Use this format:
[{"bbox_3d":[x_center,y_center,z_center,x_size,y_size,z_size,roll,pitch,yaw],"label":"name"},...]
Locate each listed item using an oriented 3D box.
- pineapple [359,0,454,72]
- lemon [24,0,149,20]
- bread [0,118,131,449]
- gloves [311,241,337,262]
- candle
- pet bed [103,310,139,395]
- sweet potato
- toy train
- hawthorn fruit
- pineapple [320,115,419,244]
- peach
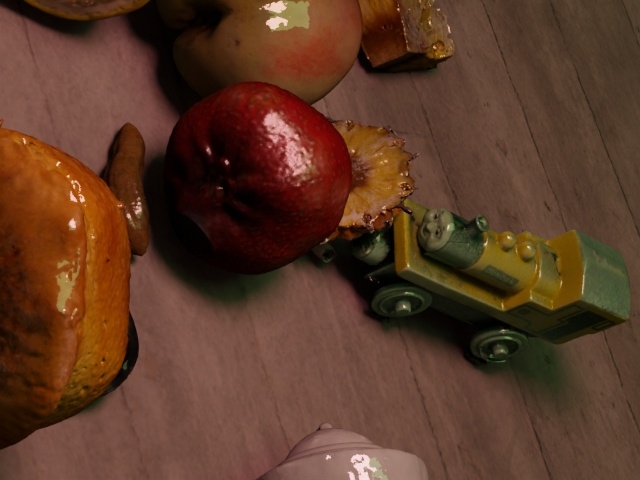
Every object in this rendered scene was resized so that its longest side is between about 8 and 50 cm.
[{"bbox_3d":[0.116,-0.334,2.200,0.236,0.114,0.186,45,41,-22],"label":"pineapple"},{"bbox_3d":[-0.278,-0.397,1.711,0.240,0.240,0.219,25,48,-36],"label":"lemon"},{"bbox_3d":[-0.314,0.046,1.364,0.172,0.312,0.312,5,62,-61],"label":"bread"},{"bbox_3d":[-0.002,0.000,1.916,0.044,0.037,0.081,68,0,-55],"label":"gloves"},{"bbox_3d":[0.030,0.347,1.595,0.221,0.221,0.342,14,55,-42],"label":"candle"},{"bbox_3d":[-0.283,0.082,1.553,0.201,0.053,0.201,27,49,-36],"label":"pet bed"},{"bbox_3d":[-0.229,-0.069,1.709,0.054,0.053,0.182,-2,59,-6],"label":"sweet potato"},{"bbox_3d":[0.219,0.043,1.973,0.369,0.237,0.150,23,53,-37],"label":"toy train"},{"bbox_3d":[-0.055,-0.066,1.758,0.266,0.230,0.210,9,30,-50],"label":"hawthorn fruit"},{"bbox_3d":[0.034,-0.074,1.899,0.047,0.221,0.221,80,16,-49],"label":"pineapple"},{"bbox_3d":[-0.073,-0.298,1.861,0.292,0.247,0.292,18,55,-29],"label":"peach"}]
